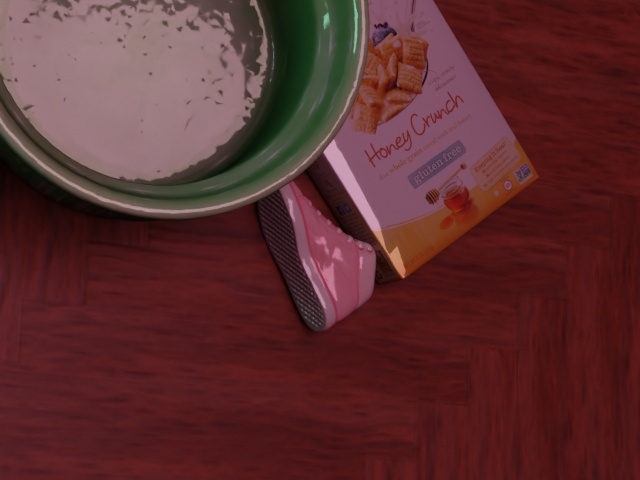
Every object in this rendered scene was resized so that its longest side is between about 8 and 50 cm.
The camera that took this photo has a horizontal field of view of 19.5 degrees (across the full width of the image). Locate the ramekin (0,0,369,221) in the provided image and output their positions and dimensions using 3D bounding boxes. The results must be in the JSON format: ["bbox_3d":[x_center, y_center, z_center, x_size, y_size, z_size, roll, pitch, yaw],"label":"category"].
[{"bbox_3d":[-0.129,-0.156,1.384,0.303,0.148,0.303,2,82,-17],"label":"ramekin"}]

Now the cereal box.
[{"bbox_3d":[0.056,-0.108,1.556,0.173,0.047,0.240,-37,99,-27],"label":"cereal box"}]

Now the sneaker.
[{"bbox_3d":[0.000,0.000,1.506,0.070,0.051,0.134,-25,96,-31],"label":"sneaker"}]
